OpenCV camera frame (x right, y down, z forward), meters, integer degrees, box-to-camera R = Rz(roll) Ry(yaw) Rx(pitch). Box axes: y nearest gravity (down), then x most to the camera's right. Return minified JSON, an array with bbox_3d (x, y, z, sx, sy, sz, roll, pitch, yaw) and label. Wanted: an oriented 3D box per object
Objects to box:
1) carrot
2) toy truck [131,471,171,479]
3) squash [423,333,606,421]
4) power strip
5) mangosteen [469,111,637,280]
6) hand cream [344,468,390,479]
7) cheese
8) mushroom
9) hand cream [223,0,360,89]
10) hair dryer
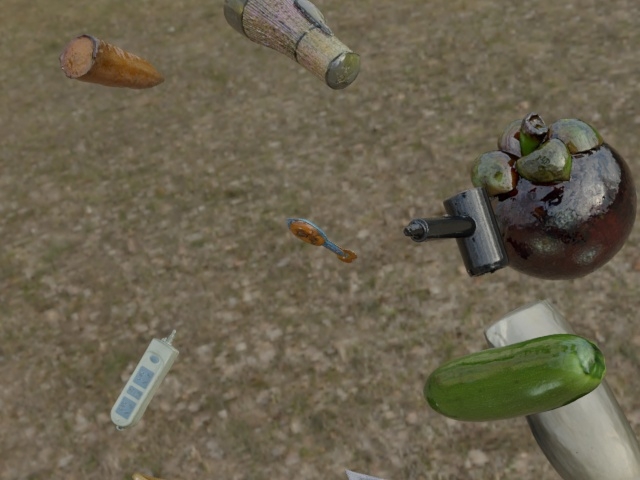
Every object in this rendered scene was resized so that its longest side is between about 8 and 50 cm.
[{"bbox_3d":[-0.311,-0.269,1.531,0.072,0.072,0.205,2,0,28],"label":"carrot"},{"bbox_3d":[-0.265,0.569,1.813,0.204,0.288,0.212,16,75,46],"label":"toy truck"},{"bbox_3d":[0.214,0.156,1.093,0.082,0.082,0.292,-32,2,-32],"label":"squash"},{"bbox_3d":[-0.291,0.233,1.640,0.047,0.030,0.191,27,83,21],"label":"power strip"},{"bbox_3d":[0.422,-0.078,1.764,0.300,0.300,0.300,-11,27,6],"label":"mangosteen"},{"bbox_3d":[0.112,0.470,1.820,0.142,0.053,0.084,18,25,-25],"label":"hand cream"},{"bbox_3d":[0.000,-0.001,1.358,0.017,0.111,0.047,-64,10,-26],"label":"cheese"},{"bbox_3d":[0.360,0.243,1.421,0.137,0.154,0.407,-30,58,3],"label":"mushroom"},{"bbox_3d":[-0.028,-0.228,1.084,0.084,0.084,0.203,-25,47,-21],"label":"hand cream"},{"bbox_3d":[0.186,-0.003,1.408,0.070,0.128,0.255,-23,-8,34],"label":"hair dryer"}]
